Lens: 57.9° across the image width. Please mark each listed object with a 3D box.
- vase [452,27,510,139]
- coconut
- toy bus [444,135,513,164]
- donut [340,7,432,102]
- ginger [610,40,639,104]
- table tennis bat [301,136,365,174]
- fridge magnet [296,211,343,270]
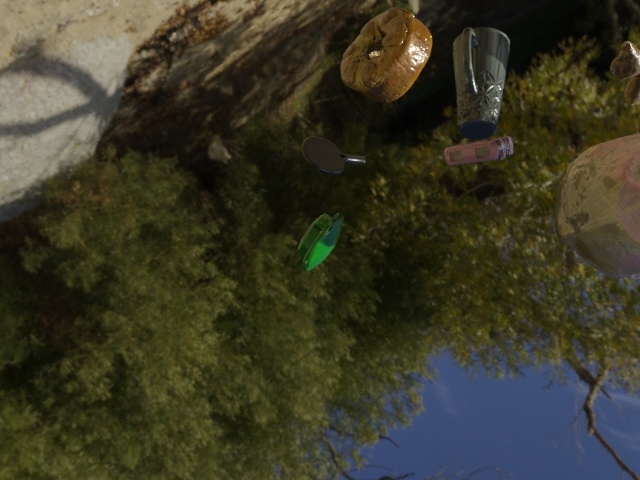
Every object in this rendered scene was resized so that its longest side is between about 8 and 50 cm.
[{"bbox_3d":[0.431,-0.435,1.582,0.156,0.251,0.300,-4,-113,30],"label":"vase"},{"bbox_3d":[0.801,-0.084,1.533,0.405,0.404,0.404,-29,-164,9],"label":"coconut"},{"bbox_3d":[0.464,-0.263,1.719,0.090,0.063,0.203,-22,-167,-39],"label":"toy bus"},{"bbox_3d":[0.149,-0.423,1.325,0.226,0.114,0.226,-36,-141,35],"label":"donut"},{"bbox_3d":[0.829,-0.449,1.537,0.133,0.214,0.059,-18,-130,-6],"label":"ginger"},{"bbox_3d":[0.044,-0.264,1.822,0.236,0.150,0.027,2,146,-35],"label":"table tennis bat"},{"bbox_3d":[0.000,0.000,1.734,0.208,0.088,0.208,-53,172,-12],"label":"fridge magnet"}]
